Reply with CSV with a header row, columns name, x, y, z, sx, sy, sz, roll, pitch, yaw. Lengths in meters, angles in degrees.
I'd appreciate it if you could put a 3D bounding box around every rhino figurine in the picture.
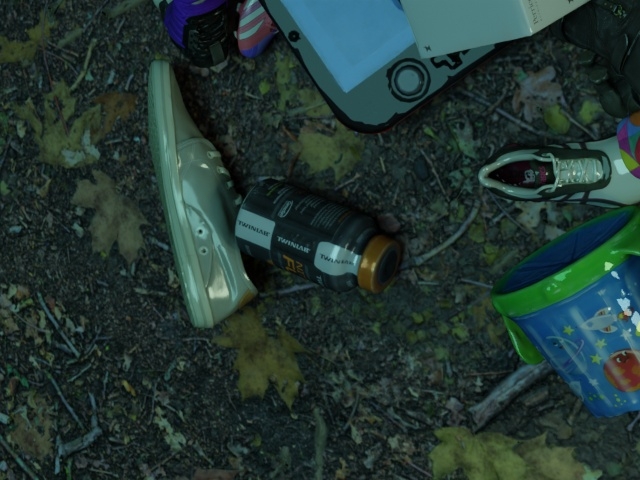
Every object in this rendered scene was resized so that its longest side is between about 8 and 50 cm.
name,x,y,z,sx,sy,sz,roll,pitch,yaw
rhino figurine,0.459,-0.210,1.569,0.243,0.106,0.073,-3,55,41

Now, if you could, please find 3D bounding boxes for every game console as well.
name,x,y,z,sx,sy,sz,roll,pitch,yaw
game console,0.086,-0.385,1.744,0.342,0.060,0.387,-34,88,22

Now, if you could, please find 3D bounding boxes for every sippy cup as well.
name,x,y,z,sx,sy,sz,roll,pitch,yaw
sippy cup,0.383,0.106,1.628,0.240,0.305,0.224,-31,95,3

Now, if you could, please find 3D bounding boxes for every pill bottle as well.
name,x,y,z,sx,sy,sz,roll,pitch,yaw
pill bottle,0.000,0.000,1.875,0.245,0.130,0.130,22,110,26

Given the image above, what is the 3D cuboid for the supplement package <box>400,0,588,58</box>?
name,x,y,z,sx,sy,sz,roll,pitch,yaw
supplement package,0.195,-0.390,1.543,0.204,0.145,0.262,-2,116,52

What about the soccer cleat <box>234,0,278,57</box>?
name,x,y,z,sx,sy,sz,roll,pitch,yaw
soccer cleat,-0.057,-0.388,1.866,0.095,0.083,0.248,30,110,18

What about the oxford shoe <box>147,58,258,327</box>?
name,x,y,z,sx,sy,sz,roll,pitch,yaw
oxford shoe,-0.199,-0.082,1.988,0.130,0.169,0.449,-13,83,-9

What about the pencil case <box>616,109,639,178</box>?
name,x,y,z,sx,sy,sz,roll,pitch,yaw
pencil case,0.473,-0.157,1.486,0.236,0.104,0.104,-32,82,48

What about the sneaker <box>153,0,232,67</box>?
name,x,y,z,sx,sy,sz,roll,pitch,yaw
sneaker,-0.176,-0.344,1.870,0.293,0.102,0.146,-173,63,-75

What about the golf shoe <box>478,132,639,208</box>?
name,x,y,z,sx,sy,sz,roll,pitch,yaw
golf shoe,0.350,-0.088,1.660,0.272,0.120,0.105,-4,96,30

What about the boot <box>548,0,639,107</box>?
name,x,y,z,sx,sy,sz,roll,pitch,yaw
boot,0.418,-0.314,1.523,0.229,0.091,0.263,47,117,51
